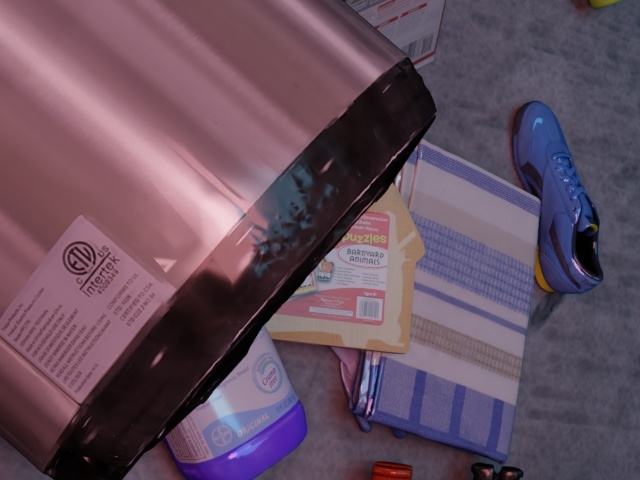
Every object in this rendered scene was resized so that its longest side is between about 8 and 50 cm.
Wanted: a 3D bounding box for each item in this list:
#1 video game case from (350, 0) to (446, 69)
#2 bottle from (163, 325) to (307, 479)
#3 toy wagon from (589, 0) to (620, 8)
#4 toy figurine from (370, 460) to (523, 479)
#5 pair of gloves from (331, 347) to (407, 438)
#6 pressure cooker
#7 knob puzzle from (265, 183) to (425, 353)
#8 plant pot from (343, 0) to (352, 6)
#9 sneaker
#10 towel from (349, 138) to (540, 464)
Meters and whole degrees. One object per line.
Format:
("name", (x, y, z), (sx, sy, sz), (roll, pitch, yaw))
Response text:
("video game case", (0.070, -0.267, 1.296), (0.204, 0.025, 0.285), (-32, 141, -47))
("bottle", (-0.114, 0.064, 1.185), (0.118, 0.092, 0.283), (-31, 103, -35))
("toy wagon", (0.291, -0.395, 1.588), (0.344, 0.068, 0.267), (-28, 101, -37))
("toy figurine", (0.150, 0.288, 1.289), (0.209, 0.213, 0.148), (8, 88, -40))
("pair of gloves", (0.075, 0.090, 1.375), (0.159, 0.023, 0.198), (49, 57, -22))
("pressure cooker", (-0.179, -0.094, 0.937), (0.420, 0.375, 0.370), (40, 72, 2))
("knob puzzle", (0.000, 0.000, 1.299), (0.213, 0.030, 0.213), (3, 78, -14))
("plant pot", (-0.104, -0.300, 1.153), (0.293, 0.293, 0.196), (37, 36, -28))
("sneaker", (0.259, -0.048, 1.503), (0.069, 0.082, 0.209), (-7, 86, -37))
("towel", (0.127, 0.057, 1.388), (0.209, 0.034, 0.285), (21, 70, -36))
